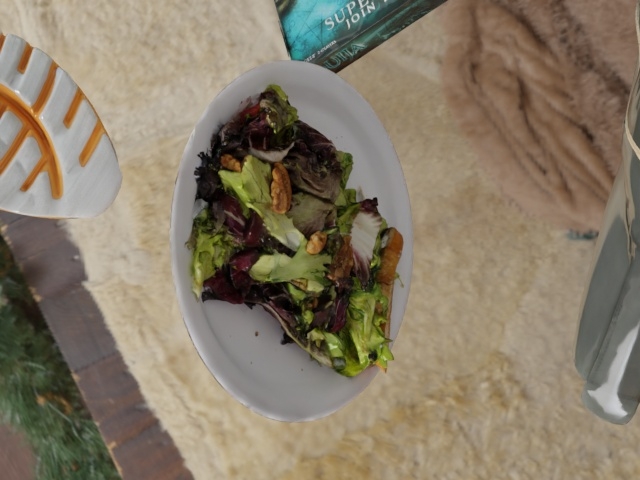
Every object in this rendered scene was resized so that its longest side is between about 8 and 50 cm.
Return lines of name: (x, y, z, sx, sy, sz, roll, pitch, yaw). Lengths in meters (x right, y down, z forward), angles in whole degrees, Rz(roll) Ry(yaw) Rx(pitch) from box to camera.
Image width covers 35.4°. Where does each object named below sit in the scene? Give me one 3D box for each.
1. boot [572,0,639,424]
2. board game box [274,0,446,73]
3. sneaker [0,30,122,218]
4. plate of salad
boot: (0.150, -0.031, 0.424, 0.077, 0.137, 0.198, 23, 38, 20)
board game box: (0.047, -0.206, 0.707, 0.026, 0.186, 0.126, 27, 39, -51)
sneaker: (-0.200, -0.079, 0.554, 0.215, 0.083, 0.084, 32, 82, 5)
plate of salad: (0.000, 0.000, 0.550, 0.200, 0.048, 0.200, 1, 89, -49)
